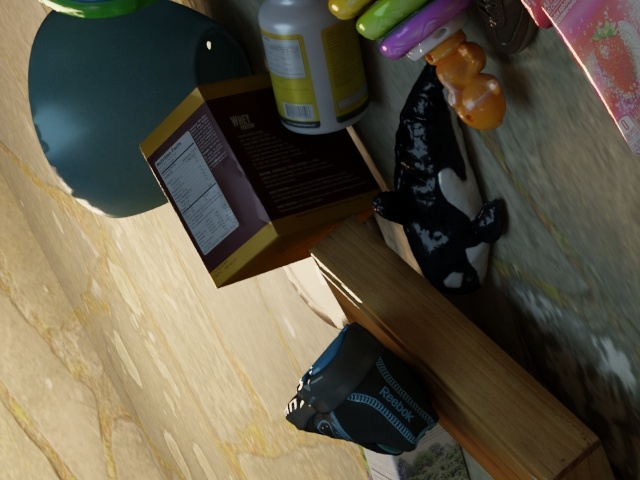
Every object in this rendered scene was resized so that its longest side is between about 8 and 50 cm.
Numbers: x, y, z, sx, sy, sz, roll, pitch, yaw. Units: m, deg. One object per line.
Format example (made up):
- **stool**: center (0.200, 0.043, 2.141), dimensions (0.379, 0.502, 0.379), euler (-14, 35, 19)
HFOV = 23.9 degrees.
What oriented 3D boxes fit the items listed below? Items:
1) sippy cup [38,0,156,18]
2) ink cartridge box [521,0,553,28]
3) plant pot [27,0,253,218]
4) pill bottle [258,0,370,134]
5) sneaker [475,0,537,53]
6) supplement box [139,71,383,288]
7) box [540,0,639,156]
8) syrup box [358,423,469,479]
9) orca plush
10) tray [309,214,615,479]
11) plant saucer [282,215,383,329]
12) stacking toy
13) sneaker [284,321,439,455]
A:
- **sippy cup**: center (-0.253, -0.395, 1.637), dimensions (0.224, 0.305, 0.240), euler (85, 162, -69)
- **ink cartridge box**: center (0.195, -0.294, 1.108), dimensions (0.172, 0.100, 0.237), euler (59, 158, 12)
- **plant pot**: center (-0.199, -0.186, 1.911), dimensions (0.195, 0.290, 0.290), euler (-10, 108, 31)
- **pill bottle**: center (-0.010, -0.215, 1.631), dimensions (0.103, 0.103, 0.184), euler (33, 142, 51)
- **sneaker**: center (0.145, -0.238, 1.311), dimensions (0.066, 0.071, 0.188), euler (43, 149, 41)
- **supplement box**: center (-0.064, -0.077, 1.733), dimensions (0.129, 0.191, 0.194), euler (-39, 76, 42)
- **box**: center (0.282, -0.194, 0.958), dimensions (0.142, 0.154, 0.300), euler (59, 158, 12)
- **syrup box**: center (0.117, 0.282, 1.886), dimensions (0.096, 0.093, 0.237), euler (18, 130, 60)
- **orca plush**: center (0.107, -0.053, 1.547), dimensions (0.151, 0.102, 0.287), euler (46, 151, 37)
- **tray**: center (0.155, 0.158, 1.627), dimensions (0.411, 0.076, 0.203), euler (45, 169, 40)
- **plant saucer**: center (0.000, 0.000, 1.919), dimensions (0.278, 0.041, 0.278), euler (46, 151, 36)
- **stacking toy**: center (0.079, -0.229, 1.398), dimensions (0.302, 0.166, 0.175), euler (53, 147, -2)
- **sneaker**: center (0.046, 0.186, 1.657), dimensions (0.139, 0.125, 0.341), euler (40, 174, 5)
